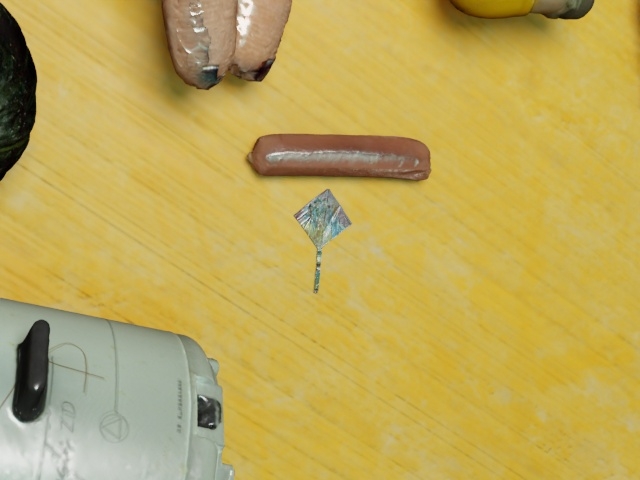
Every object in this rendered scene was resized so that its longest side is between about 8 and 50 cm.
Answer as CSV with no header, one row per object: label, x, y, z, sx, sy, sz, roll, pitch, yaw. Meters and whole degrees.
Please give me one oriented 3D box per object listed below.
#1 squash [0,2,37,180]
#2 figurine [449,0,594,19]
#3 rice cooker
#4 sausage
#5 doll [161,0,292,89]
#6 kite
squash,-0.286,-0.099,0.829,0.193,0.156,0.193,-13,114,-30
figurine,0.138,-0.289,0.903,0.167,0.192,0.257,8,107,2
rice cooker,-0.196,0.155,0.847,0.227,0.241,0.280,13,139,-20
sausage,0.016,-0.065,0.977,0.147,0.035,0.030,1,65,-16
doll,-0.091,-0.262,0.876,0.156,0.201,0.303,11,104,25
kite,0.006,-0.001,0.998,0.044,0.002,0.078,-17,101,-12
